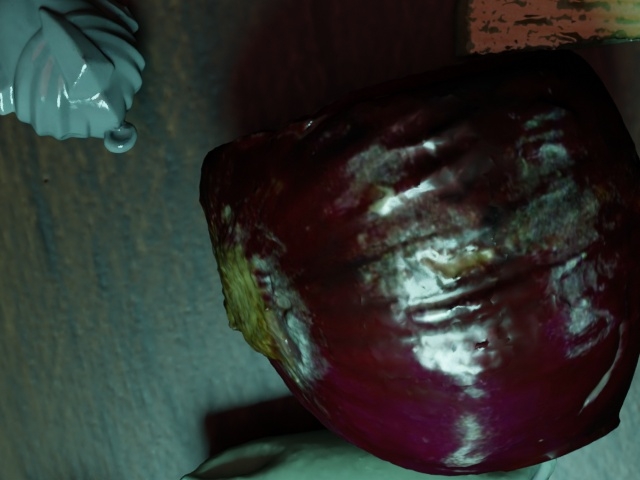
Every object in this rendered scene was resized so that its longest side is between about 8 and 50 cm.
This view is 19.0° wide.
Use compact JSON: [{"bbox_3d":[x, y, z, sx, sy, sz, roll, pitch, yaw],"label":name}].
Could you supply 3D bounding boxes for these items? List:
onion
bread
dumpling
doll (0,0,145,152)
[{"bbox_3d":[0.070,0.018,0.952,0.216,0.207,0.206,-19,93,-14],"label":"onion"},{"bbox_3d":[0.165,-0.162,1.040,0.193,0.036,0.112,-5,92,8],"label":"bread"},{"bbox_3d":[0.027,0.163,1.064,0.217,0.149,0.105,-9,58,-2],"label":"dumpling"},{"bbox_3d":[-0.156,-0.118,1.048,0.094,0.079,0.180,-36,80,-17],"label":"doll"}]
